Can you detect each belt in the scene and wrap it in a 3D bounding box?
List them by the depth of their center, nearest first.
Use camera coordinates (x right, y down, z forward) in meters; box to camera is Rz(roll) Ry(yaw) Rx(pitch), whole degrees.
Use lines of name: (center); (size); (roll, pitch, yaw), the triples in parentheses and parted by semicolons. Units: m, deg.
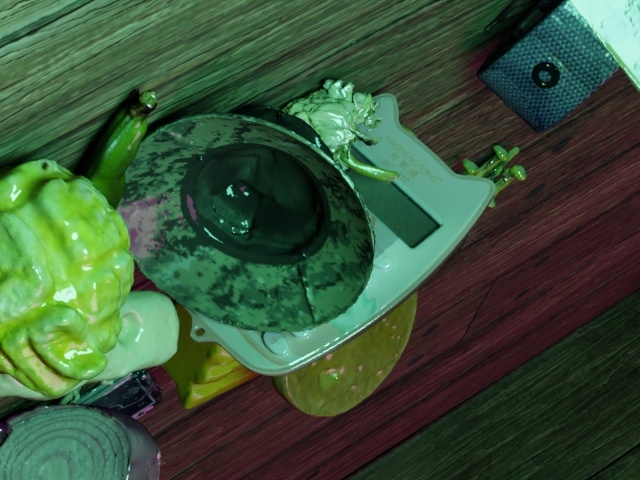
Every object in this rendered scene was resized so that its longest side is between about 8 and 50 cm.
belt: (0.268, -0.228, 1.709); (0.230, 0.126, 0.139); (-44, -173, 26)

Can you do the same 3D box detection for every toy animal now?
toy animal: (0.186, -0.061, 2.134); (0.136, 0.073, 0.181); (-37, 178, 34)

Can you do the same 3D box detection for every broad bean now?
broad bean: (-0.199, -0.035, 1.446); (0.060, 0.043, 0.297); (-37, 166, -34)

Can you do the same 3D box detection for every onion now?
onion: (-0.287, 0.274, 1.883); (0.207, 0.200, 0.200); (-31, 163, -12)

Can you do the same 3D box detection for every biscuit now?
biscuit: (0.026, 0.038, 1.835); (0.275, 0.052, 0.355); (-26, 132, -33)

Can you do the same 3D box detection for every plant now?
plant: (0.017, -0.092, 1.597); (0.116, 0.122, 0.104); (-36, 177, -24)

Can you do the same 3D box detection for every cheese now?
cheese: (-0.255, 0.098, 1.518); (0.159, 0.093, 0.263); (-6, -179, 34)

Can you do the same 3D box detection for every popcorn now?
popcorn: (-0.242, 0.025, 1.335); (0.187, 0.167, 0.185); (-5, -143, 43)

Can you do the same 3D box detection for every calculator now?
calculator: (0.000, 0.000, 1.620); (0.329, 0.220, 0.048); (-37, 154, -18)
calculator: (-0.322, 0.249, 2.023); (0.274, 0.028, 0.166); (-33, 163, -6)

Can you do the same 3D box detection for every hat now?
hat: (-0.052, -0.047, 1.504); (0.265, 0.265, 0.128); (-54, -173, 48)

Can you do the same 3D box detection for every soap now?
soap: (-0.033, 0.066, 1.970); (0.324, 0.096, 0.204); (-23, 160, -38)

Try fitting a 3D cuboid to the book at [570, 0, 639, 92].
book: (0.329, -0.269, 1.616); (0.168, 0.192, 0.013); (-39, -169, 7)
